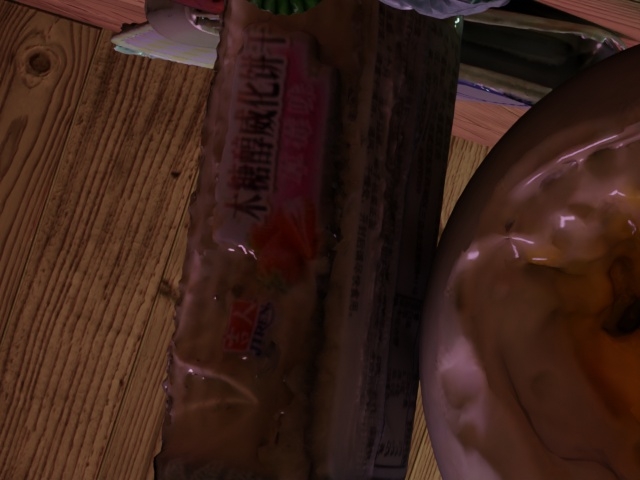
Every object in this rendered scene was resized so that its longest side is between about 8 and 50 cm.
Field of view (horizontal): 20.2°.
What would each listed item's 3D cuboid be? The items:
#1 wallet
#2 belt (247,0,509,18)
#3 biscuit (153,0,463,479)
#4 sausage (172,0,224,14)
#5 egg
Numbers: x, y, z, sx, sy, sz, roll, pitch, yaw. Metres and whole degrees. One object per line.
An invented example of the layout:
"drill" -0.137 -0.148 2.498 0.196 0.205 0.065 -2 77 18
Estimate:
"wallet" 0.014 -0.123 1.065 0.223 0.077 0.309 14 -179 -22
"belt" 0.008 -0.103 0.535 0.121 0.079 0.151 18 -177 17
"biscuit" -0.002 0.000 0.743 0.079 0.309 0.186 7 178 23
"sausage" -0.068 -0.141 0.777 0.141 0.076 0.076 17 -178 -39
"egg" 0.188 0.053 0.765 0.278 0.278 0.336 19 -179 24
